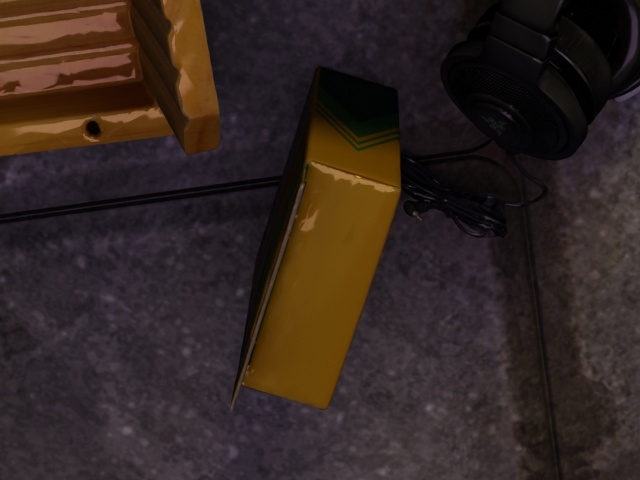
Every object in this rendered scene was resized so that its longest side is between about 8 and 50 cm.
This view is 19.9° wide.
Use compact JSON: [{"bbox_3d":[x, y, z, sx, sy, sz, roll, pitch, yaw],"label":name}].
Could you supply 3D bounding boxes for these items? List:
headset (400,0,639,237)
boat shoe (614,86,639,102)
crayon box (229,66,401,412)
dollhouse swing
[{"bbox_3d":[0.173,-0.164,1.527,0.185,0.243,0.394,29,130,17],"label":"headset"},{"bbox_3d":[0.292,-0.163,1.609,0.100,0.035,0.035,-33,109,20],"label":"boat shoe"},{"bbox_3d":[0.000,0.000,1.528,0.083,0.323,0.203,17,111,-4],"label":"crayon box"},{"bbox_3d":[-0.240,-0.225,1.466,0.315,0.305,0.347,-7,111,5],"label":"dollhouse swing"}]
